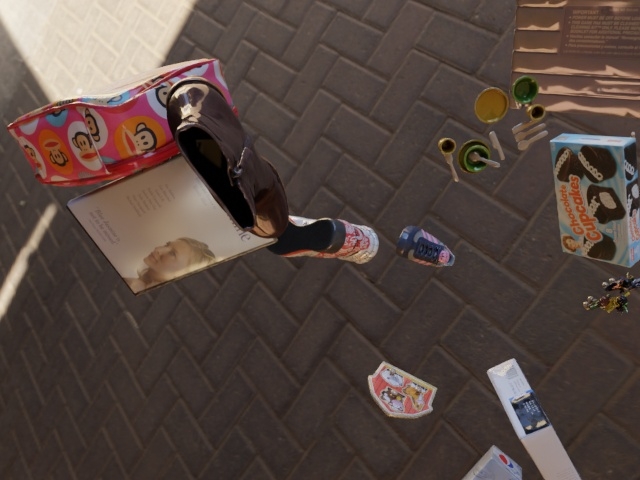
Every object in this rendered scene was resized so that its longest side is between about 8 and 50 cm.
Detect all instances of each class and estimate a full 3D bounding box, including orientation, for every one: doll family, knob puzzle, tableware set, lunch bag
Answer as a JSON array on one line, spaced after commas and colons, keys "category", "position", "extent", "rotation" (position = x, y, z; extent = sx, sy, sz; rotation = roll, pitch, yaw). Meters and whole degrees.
[{"category": "doll family", "position": [0.789, 0.135, 1.486], "extent": [0.193, 0.111, 0.076], "rotation": [-43, 82, -9]}, {"category": "knob puzzle", "position": [0.219, 0.412, 1.548], "extent": [0.213, 0.213, 0.029], "rotation": [43, 127, 41]}, {"category": "tableware set", "position": [0.234, -0.152, 0.772], "extent": [0.154, 0.104, 0.024], "rotation": [-27, 20, 5]}, {"category": "lunch bag", "position": [-0.274, -0.184, 0.832], "extent": [0.293, 0.258, 0.120], "rotation": [1, 122, 37]}]

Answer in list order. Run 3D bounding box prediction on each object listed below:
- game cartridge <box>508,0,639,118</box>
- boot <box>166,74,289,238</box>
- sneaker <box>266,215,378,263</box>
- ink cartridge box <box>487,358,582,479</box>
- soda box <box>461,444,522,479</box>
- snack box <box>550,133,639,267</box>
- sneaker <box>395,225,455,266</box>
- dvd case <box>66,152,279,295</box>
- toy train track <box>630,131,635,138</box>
[{"category": "game cartridge", "position": [0.482, -0.300, 0.875], "extent": [0.355, 0.230, 0.068], "rotation": [11, 43, 23]}, {"category": "boot", "position": [-0.096, -0.057, 0.636], "extent": [0.090, 0.248, 0.206], "rotation": [-26, 33, 3]}, {"category": "sneaker", "position": [0.000, 0.001, 1.199], "extent": [0.270, 0.145, 0.090], "rotation": [2, 80, 53]}, {"category": "ink cartridge box", "position": [0.420, 0.387, 1.056], "extent": [0.065, 0.332, 0.165], "rotation": [-28, 30, 10]}, {"category": "soda box", "position": [0.372, 0.651, 1.406], "extent": [0.091, 0.098, 0.286], "rotation": [40, 103, 15]}, {"category": "snack box", "position": [0.683, -0.101, 1.409], "extent": [0.187, 0.060, 0.321], "rotation": [19, 133, 54]}, {"category": "sneaker", "position": [0.348, 0.026, 1.838], "extent": [0.131, 0.319, 0.112], "rotation": [23, 97, 28]}, {"category": "dvd case", "position": [-0.210, -0.027, 0.826], "extent": [0.253, 0.180, 0.022], "rotation": [-21, 30, 11]}, {"category": "toy train track", "position": [0.862, -0.275, 1.576], "extent": [0.014, 0.083, 0.048], "rotation": [-10, 65, 19]}]
